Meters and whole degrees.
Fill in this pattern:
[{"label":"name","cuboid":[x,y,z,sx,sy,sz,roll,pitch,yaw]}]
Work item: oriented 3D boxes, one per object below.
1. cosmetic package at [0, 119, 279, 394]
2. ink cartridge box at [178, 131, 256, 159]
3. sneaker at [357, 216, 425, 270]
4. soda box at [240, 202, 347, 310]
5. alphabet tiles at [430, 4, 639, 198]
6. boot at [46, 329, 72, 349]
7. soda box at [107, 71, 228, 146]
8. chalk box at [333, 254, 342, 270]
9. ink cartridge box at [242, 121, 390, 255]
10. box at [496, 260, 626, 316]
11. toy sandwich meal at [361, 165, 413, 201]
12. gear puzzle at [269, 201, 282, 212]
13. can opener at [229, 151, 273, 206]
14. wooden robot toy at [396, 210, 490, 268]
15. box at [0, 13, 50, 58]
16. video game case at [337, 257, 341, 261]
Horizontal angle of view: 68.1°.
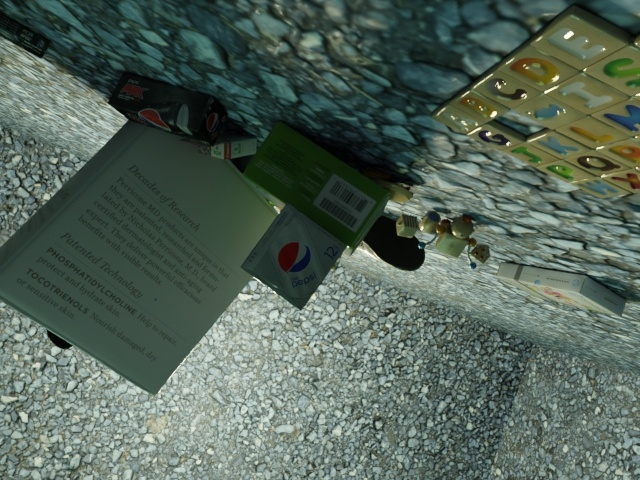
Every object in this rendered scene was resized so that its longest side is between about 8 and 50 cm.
[{"label":"cosmetic package","cuboid":[-0.344,0.000,0.920,0.327,0.394,0.329,47,163,-29]},{"label":"ink cartridge box","cuboid":[-0.165,-0.152,0.769,0.062,0.029,0.115,19,-153,30]},{"label":"sneaker","cuboid":[0.108,-0.009,1.081,0.269,0.090,0.145,24,176,10]},{"label":"soda box","cuboid":[-0.033,0.028,0.683,0.091,0.098,0.286,35,176,2]},{"label":"alphabet tiles","cuboid":[0.214,-0.086,0.349,0.198,0.009,0.237,23,175,-8]},{"label":"boot","cuboid":[-0.498,0.169,0.927,0.121,0.045,0.099,42,165,16]},{"label":"soda box","cuboid":[-0.228,-0.196,0.709,0.168,0.060,0.053,19,171,19]},{"label":"chalk box","cuboid":[0.000,0.000,1.359,0.132,0.132,0.213,19,175,13]},{"label":"ink cartridge box","cuboid":[-0.001,-0.062,0.764,0.188,0.097,0.255,34,175,6]},{"label":"box","cuboid":[0.468,0.093,0.933,0.145,0.038,0.186,25,173,-28]},{"label":"toy sandwich meal","cuboid":[0.100,-0.084,0.709,0.085,0.029,0.085,18,173,2]},{"label":"gear puzzle","cuboid":[-0.196,-0.126,1.334,0.338,0.044,0.175,25,173,-33]},{"label":"can opener","cuboid":[-0.136,-0.109,1.005,0.075,0.095,0.283,21,174,13]},{"label":"wooden robot toy","cuboid":[0.218,-0.021,0.783,0.173,0.076,0.079,22,139,-1]},{"label":"box","cuboid":[-0.457,-0.310,0.713,0.083,0.018,0.067,26,173,-37]},{"label":"video game case","cuboid":[-0.015,-0.033,1.155,0.143,0.019,0.157,28,-145,-51]}]
